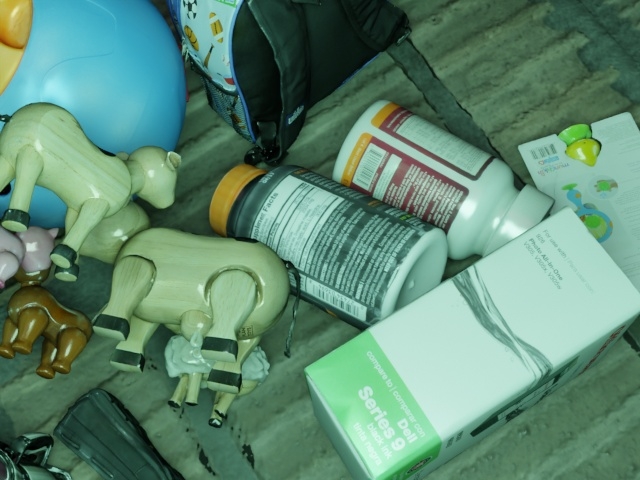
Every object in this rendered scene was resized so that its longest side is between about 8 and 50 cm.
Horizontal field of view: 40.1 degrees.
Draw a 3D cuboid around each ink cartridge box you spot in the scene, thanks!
[{"bbox_3d":[0.140,0.119,0.838,0.289,0.211,0.122,-31,69,-9],"label":"ink cartridge box"}]

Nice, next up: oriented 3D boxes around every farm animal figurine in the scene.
[{"bbox_3d":[-0.169,0.014,0.807,0.326,0.330,0.172,20,58,-7],"label":"farm animal figurine"}]

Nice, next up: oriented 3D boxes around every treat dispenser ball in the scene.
[{"bbox_3d":[-0.287,-0.158,0.932,0.288,0.288,0.288,-1,68,3],"label":"treat dispenser ball"}]

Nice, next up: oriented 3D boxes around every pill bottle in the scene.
[{"bbox_3d":[0.133,-0.054,0.958,0.221,0.121,0.121,31,73,14],"label":"pill bottle"},{"bbox_3d":[0.000,0.000,0.927,0.245,0.130,0.130,26,71,26],"label":"pill bottle"}]

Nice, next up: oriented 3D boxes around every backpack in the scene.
[{"bbox_3d":[-0.045,-0.267,0.978,0.213,0.263,0.276,39,75,16],"label":"backpack"}]

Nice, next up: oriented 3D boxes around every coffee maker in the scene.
[{"bbox_3d":[-0.346,0.238,0.832,0.171,0.178,0.120,-4,67,1],"label":"coffee maker"}]

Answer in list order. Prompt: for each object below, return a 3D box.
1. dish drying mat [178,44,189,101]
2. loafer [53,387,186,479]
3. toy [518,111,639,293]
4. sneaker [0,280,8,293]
[{"bbox_3d":[-0.184,-0.207,1.099,0.032,0.008,0.083,-10,68,-1],"label":"dish drying mat"},{"bbox_3d":[-0.185,0.247,0.880,0.078,0.076,0.223,-43,67,-8],"label":"loafer"},{"bbox_3d":[0.325,-0.023,0.972,0.136,0.056,0.237,-17,63,0],"label":"toy"},{"bbox_3d":[-0.467,0.103,0.951,0.136,0.116,0.314,27,76,43],"label":"sneaker"}]
